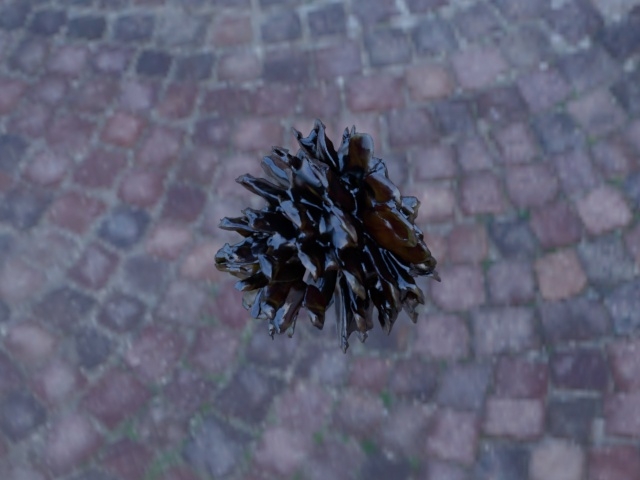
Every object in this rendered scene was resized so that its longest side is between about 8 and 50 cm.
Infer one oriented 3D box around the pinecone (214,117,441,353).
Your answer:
[{"bbox_3d":[0.001,0.000,1.027,0.121,0.140,0.140,-32,57,-9],"label":"pinecone"}]
